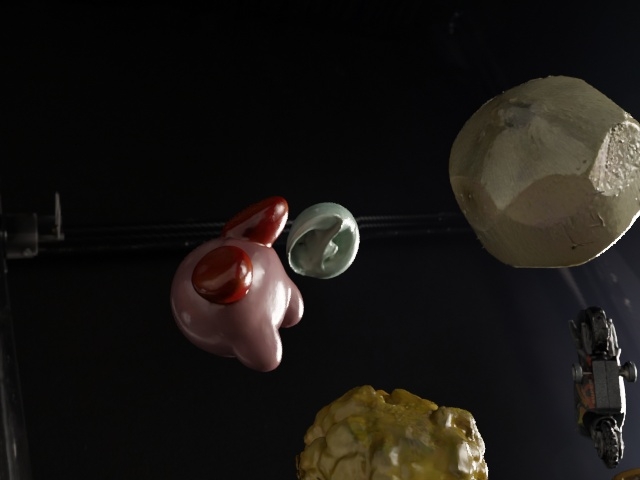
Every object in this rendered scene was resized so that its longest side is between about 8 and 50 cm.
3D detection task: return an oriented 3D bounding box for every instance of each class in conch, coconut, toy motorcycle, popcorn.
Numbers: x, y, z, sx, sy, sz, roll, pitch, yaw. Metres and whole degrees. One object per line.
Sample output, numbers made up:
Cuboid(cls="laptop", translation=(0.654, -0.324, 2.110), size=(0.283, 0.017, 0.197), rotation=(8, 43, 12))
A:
Cuboid(cls="conch", translation=(-0.004, -0.001, 1.437), size=(0.121, 0.221, 0.185), rotation=(29, -115, 29))
Cuboid(cls="coconut", translation=(0.197, -0.064, 0.575), size=(0.161, 0.162, 0.161), rotation=(-16, -130, 21))
Cuboid(cls="toy motorcycle", translation=(0.544, 0.283, 1.289), size=(0.108, 0.173, 0.307), rotation=(-3, -102, 11))
Cuboid(cls="popcorn", translation=(0.093, 0.287, 0.798), size=(0.250, 0.190, 0.250), rotation=(10, -138, -9))

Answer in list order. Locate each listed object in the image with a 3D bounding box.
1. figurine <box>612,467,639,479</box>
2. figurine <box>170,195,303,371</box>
Cuboid(cls="figurine", translation=(0.539, 0.414, 0.924), size=(0.381, 0.261, 0.186), rotation=(-2, -142, -5))
Cuboid(cls="figurine", translation=(-0.165, 0.084, 1.181), size=(0.211, 0.261, 0.270), rotation=(0, -146, 19))
